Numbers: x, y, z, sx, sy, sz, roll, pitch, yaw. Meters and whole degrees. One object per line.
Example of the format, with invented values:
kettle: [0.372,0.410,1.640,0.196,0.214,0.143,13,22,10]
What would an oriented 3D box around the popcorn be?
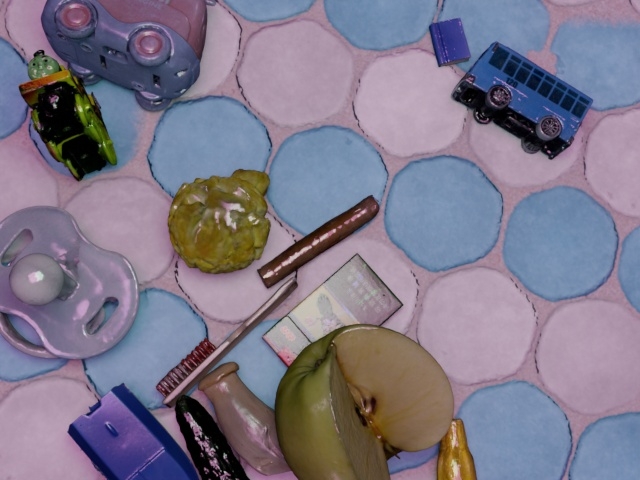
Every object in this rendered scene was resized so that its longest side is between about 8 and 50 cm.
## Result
popcorn: [-0.167,-0.041,1.630,0.198,0.198,0.212,23,55,0]

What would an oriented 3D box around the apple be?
apple: [0.052,0.286,1.532,0.295,0.233,0.257,-45,106,-34]

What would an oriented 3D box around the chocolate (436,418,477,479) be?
chocolate: [0.239,0.424,1.616,0.086,0.085,0.219,-3,79,-4]

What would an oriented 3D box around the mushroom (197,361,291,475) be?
mushroom: [-0.116,0.324,1.600,0.108,0.096,0.247,-44,84,-2]

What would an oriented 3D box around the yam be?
yam: [0.000,0.000,1.687,0.264,0.046,0.046,-34,84,-7]

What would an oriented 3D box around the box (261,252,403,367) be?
box: [0.022,0.147,1.669,0.235,0.034,0.132,-40,86,-9]

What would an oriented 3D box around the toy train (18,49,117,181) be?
toy train: [-0.434,-0.214,1.574,0.101,0.296,0.160,-20,74,-5]

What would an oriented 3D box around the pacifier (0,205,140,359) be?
pacifier: [-0.465,0.079,1.549,0.299,0.233,0.244,37,83,4]

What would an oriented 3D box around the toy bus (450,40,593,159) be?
toy bus: [0.378,-0.268,1.723,0.234,0.116,0.133,32,79,0]

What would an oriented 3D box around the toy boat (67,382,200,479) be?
toy boat: [-0.300,0.393,1.588,0.129,0.088,0.295,-41,96,-9]

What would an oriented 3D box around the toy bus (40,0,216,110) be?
toy bus: [-0.341,-0.398,1.668,0.294,0.197,0.231,21,70,1]

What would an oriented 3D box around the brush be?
brush: [-0.168,0.173,1.642,0.321,0.060,0.050,-43,75,-9]

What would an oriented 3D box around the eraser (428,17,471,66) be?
eraser: [0.251,-0.385,1.777,0.063,0.027,0.084,-13,82,-4]

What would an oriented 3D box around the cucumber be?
cucumber: [-0.170,0.405,1.593,0.072,0.081,0.303,-27,80,-32]
